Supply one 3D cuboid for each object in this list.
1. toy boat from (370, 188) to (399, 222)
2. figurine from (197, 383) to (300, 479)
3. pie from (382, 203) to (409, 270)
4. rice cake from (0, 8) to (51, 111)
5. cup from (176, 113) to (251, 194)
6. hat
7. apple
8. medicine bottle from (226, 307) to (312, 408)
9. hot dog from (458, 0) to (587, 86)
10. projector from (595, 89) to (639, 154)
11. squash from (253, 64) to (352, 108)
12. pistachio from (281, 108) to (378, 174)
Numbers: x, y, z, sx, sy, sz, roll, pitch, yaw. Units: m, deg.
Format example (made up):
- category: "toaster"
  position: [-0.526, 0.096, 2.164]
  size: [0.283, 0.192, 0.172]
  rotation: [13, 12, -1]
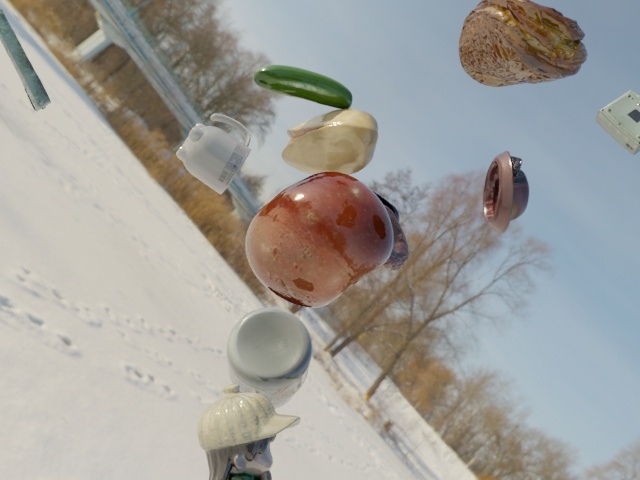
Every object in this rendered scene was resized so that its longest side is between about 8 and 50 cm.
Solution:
- category: "toy boat"
  position: [0.124, -0.128, 1.882]
  size: [0.298, 0.134, 0.092]
  rotation: [34, 22, -4]
- category: "figurine"
  position: [-0.180, 0.474, 1.190]
  size: [0.204, 0.333, 0.185]
  rotation: [23, -19, -12]
- category: "pie"
  position: [0.197, -0.017, 1.748]
  size: [0.219, 0.054, 0.204]
  rotation: [63, 29, 2]
- category: "rice cake"
  position: [-0.596, -0.357, 1.145]
  size: [0.043, 0.034, 0.211]
  rotation: [-15, -77, 63]
- category: "cup"
  position: [-0.251, -0.222, 1.399]
  size: [0.142, 0.174, 0.134]
  rotation: [34, 0, -13]
- category: "hat"
  position: [0.460, -0.115, 1.419]
  size: [0.205, 0.089, 0.206]
  rotation: [4, 90, -87]
- category: "apple"
  position: [0.000, 0.000, 1.402]
  size: [0.277, 0.348, 0.348]
  rotation: [52, -6, 6]
- category: "medicine bottle"
  position: [-0.155, 0.365, 1.739]
  size: [0.245, 0.245, 0.306]
  rotation: [47, -26, 21]
- category: "hot dog"
  position: [0.349, -0.344, 1.032]
  size: [0.196, 0.122, 0.272]
  rotation: [24, 9, -8]
- category: "projector"
  position: [0.841, -0.321, 1.562]
  size: [0.147, 0.115, 0.061]
  rotation: [55, -5, 25]
- category: "squash"
  position: [-0.041, -0.423, 1.581]
  size: [0.292, 0.082, 0.082]
  rotation: [9, 10, -22]
- category: "pistachio"
  position: [0.028, -0.275, 1.623]
  size: [0.299, 0.188, 0.188]
  rotation: [-4, -39, 29]
